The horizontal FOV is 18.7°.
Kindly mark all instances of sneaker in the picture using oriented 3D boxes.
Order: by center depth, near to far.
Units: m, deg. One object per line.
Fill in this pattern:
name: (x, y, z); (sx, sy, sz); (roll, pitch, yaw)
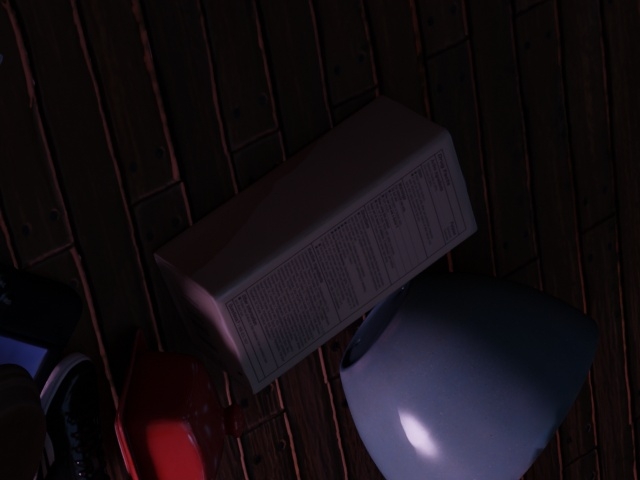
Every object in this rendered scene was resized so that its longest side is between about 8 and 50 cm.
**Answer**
sneaker: (-0.227, 0.226, 1.946); (0.079, 0.121, 0.217); (-24, 135, -55)

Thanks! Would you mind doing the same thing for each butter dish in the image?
butter dish: (-0.135, 0.186, 1.969); (0.118, 0.160, 0.160); (-5, 125, 8)

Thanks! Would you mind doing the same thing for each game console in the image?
game console: (-0.340, 0.173, 1.802); (0.250, 0.173, 0.293); (21, 99, -43)

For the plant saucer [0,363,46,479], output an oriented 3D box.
plant saucer: (-0.339, 0.243, 1.808); (0.278, 0.041, 0.278); (-55, 164, -24)

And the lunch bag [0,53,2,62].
lunch bag: (-0.333, -0.162, 1.695); (0.083, 0.071, 0.053); (23, 92, -45)

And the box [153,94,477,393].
box: (0.000, 0.000, 2.016); (0.311, 0.121, 0.148); (-35, 131, -19)

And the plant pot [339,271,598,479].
plant pot: (0.137, 0.146, 2.135); (0.195, 0.290, 0.290); (37, 88, -8)
